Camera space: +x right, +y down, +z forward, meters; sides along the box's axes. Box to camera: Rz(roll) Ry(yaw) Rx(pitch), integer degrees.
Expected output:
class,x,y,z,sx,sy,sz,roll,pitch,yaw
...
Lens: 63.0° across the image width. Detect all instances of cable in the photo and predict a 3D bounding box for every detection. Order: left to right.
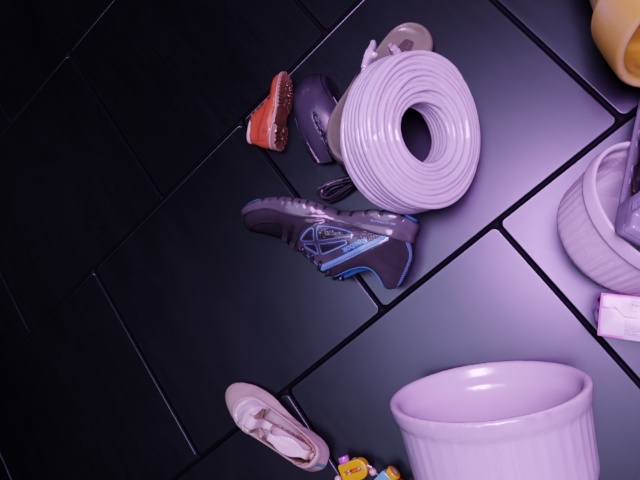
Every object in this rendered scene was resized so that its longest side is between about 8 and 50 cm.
class,x,y,z,sx,sy,sz,roll,pitch,yaw
cable,0.151,-0.170,0.835,0.089,0.257,0.256,-2,61,59

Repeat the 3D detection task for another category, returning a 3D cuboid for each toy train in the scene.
class,x,y,z,sx,sy,sz,roll,pitch,yaw
toy train,0.080,0.442,0.916,0.167,0.046,0.125,0,87,26

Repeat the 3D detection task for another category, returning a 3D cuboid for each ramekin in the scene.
class,x,y,z,sx,sy,sz,roll,pitch,yaw
ramekin,0.248,0.273,0.742,0.278,0.277,0.135,-12,89,21
ramekin,0.436,-0.024,0.728,0.207,0.109,0.207,6,62,-12

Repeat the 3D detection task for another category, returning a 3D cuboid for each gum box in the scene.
class,x,y,z,sx,sy,sz,roll,pitch,yaw
gum box,0.485,0.113,0.730,0.189,0.107,0.062,5,87,30

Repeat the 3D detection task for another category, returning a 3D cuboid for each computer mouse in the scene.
class,x,y,z,sx,sy,sz,roll,pitch,yaw
computer mouse,0.040,-0.217,0.979,0.184,0.060,0.261,-18,79,21

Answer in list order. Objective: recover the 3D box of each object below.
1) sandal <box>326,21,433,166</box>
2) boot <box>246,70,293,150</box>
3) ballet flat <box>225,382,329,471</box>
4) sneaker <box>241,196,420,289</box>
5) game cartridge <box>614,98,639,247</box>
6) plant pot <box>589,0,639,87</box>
class,x,y,z,sx,sy,sz,roll,pitch,yaw
sandal,0.099,-0.266,0.916,0.120,0.086,0.302,25,82,11
boot,-0.105,-0.262,1.047,0.085,0.059,0.157,12,91,28
ballet flat,-0.095,0.346,0.975,0.249,0.086,0.086,25,95,23
sneaker,0.000,0.000,0.943,0.341,0.125,0.139,9,91,24
game cartridge,0.501,-0.075,0.679,0.198,0.062,0.297,31,60,-3
plant pot,0.482,-0.389,0.723,0.254,0.254,0.238,-26,62,19
